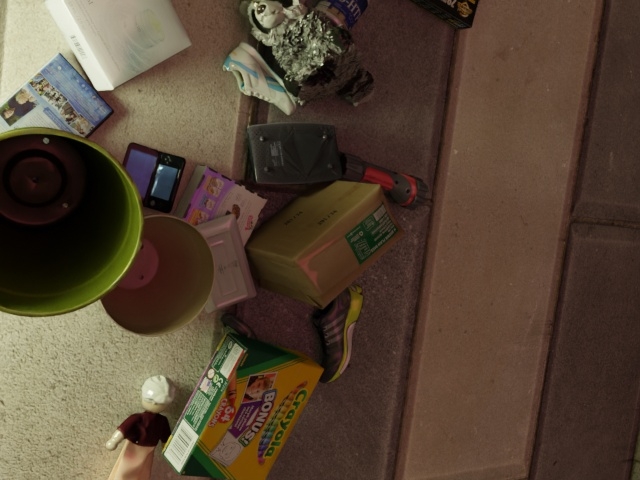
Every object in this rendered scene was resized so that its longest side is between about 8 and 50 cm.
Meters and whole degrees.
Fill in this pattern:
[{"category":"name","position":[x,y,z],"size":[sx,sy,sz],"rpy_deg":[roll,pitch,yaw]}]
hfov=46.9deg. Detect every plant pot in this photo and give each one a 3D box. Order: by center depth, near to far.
[{"category":"plant pot","position":[-0.576,-0.081,1.511],"size":[0.367,0.353,0.366],"rpy_deg":[-8,112,-21]},{"category":"plant pot","position":[-0.417,0.068,1.758],"size":[0.284,0.191,0.284],"rpy_deg":[-6,102,-31]}]

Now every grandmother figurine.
[{"category":"grandmother figurine","position":[-0.457,0.509,1.874],"size":[0.208,0.104,0.342],"rpy_deg":[29,78,-61]}]

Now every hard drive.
[{"category":"hard drive","position":[-0.072,-0.229,1.980],"size":[0.255,0.054,0.171],"rpy_deg":[-6,82,-27]}]

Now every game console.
[{"category":"game console","position":[-0.412,-0.151,1.790],"size":[0.085,0.124,0.143],"rpy_deg":[17,89,-60]}]

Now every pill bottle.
[{"category":"pill bottle","position":[0.067,-0.644,1.993],"size":[0.112,0.112,0.186],"rpy_deg":[42,75,-31]}]

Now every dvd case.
[{"category":"dvd case","position":[-0.617,-0.273,1.670],"size":[0.253,0.022,0.180],"rpy_deg":[-50,121,-16]}]

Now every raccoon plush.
[{"category":"raccoon plush","position":[-0.044,-0.509,1.945],"size":[0.216,0.446,0.299],"rpy_deg":[-36,75,4]}]

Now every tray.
[{"category":"tray","position":[-0.256,0.069,1.901],"size":[0.145,0.030,0.270],"rpy_deg":[-20,125,-13]}]

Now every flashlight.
[{"category":"flashlight","position":[0.174,-0.170,2.154],"size":[0.304,0.103,0.103],"rpy_deg":[14,94,-35]}]

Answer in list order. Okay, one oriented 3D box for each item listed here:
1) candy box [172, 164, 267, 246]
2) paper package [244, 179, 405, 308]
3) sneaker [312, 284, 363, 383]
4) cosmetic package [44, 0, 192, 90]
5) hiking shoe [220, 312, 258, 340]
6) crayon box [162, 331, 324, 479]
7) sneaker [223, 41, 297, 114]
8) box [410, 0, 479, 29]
[{"category":"candy box","position":[-0.260,-0.079,1.906],"size":[0.196,0.070,0.164],"rpy_deg":[28,83,-33]},{"category":"paper package","position":[0.000,0.000,1.945],"size":[0.325,0.310,0.168],"rpy_deg":[-41,118,-23]},{"category":"sneaker","position":[0.028,0.265,2.147],"size":[0.121,0.111,0.299],"rpy_deg":[14,85,-24]},{"category":"cosmetic package","position":[-0.452,-0.490,1.670],"size":[0.225,0.138,0.224],"rpy_deg":[-38,117,-23]},{"category":"hiking shoe","position":[-0.222,0.302,1.989],"size":[0.114,0.086,0.226],"rpy_deg":[-38,118,-25]},{"category":"crayon box","position":[-0.196,0.449,1.952],"size":[0.313,0.106,0.362],"rpy_deg":[25,94,-46]},{"category":"sneaker","position":[-0.155,-0.403,1.916],"size":[0.092,0.087,0.229],"rpy_deg":[-49,114,-7]},{"category":"box","position":[0.351,-0.807,2.170],"size":[0.322,0.079,0.257],"rpy_deg":[17,91,-34]}]
